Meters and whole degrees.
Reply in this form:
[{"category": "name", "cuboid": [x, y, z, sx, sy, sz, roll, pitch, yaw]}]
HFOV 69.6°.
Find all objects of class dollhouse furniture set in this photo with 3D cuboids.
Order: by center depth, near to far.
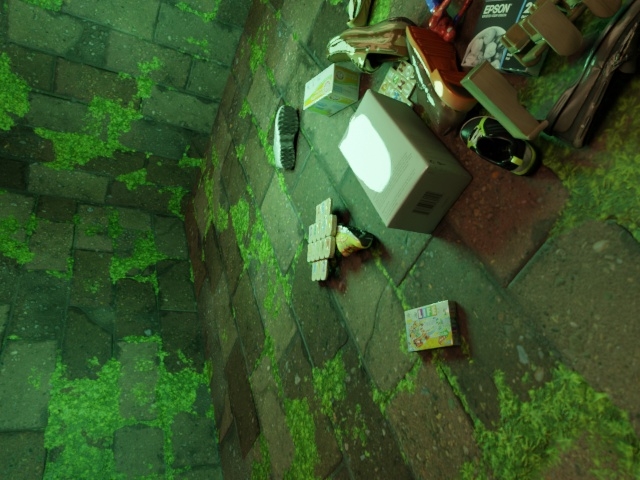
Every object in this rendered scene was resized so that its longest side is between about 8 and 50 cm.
[{"category": "dollhouse furniture set", "cuboid": [0.408, -0.328, 0.838, 0.242, 0.161, 0.212, -45, 5, 16]}]

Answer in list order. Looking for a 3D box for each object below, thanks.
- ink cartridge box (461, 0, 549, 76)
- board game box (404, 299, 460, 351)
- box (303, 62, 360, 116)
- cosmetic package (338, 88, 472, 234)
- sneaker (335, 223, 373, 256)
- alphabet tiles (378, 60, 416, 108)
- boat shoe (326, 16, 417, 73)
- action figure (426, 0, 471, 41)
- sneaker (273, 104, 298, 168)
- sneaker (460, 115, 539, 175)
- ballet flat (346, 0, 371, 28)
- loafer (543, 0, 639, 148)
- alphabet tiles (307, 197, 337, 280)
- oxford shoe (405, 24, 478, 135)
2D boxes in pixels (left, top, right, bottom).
[{"category": "ink cartridge box", "cuboid": [0.426, -0.475, 1.007, 0.206, 0.045, 0.209, 42, 118, 57]}, {"category": "board game box", "cuboid": [0.268, 0.211, 1.117, 0.154, 0.026, 0.104, -31, 55, 54]}, {"category": "box", "cuboid": [0.037, -0.530, 1.640, 0.203, 0.114, 0.103, -6, 77, 59]}, {"category": "cosmetic package", "cuboid": [0.203, -0.213, 1.212, 0.197, 0.155, 0.366, -59, 37, 35]}, {"category": "sneaker", "cuboid": [0.099, 0.009, 1.428, 0.208, 0.081, 0.094, -151, 72, -71]}, {"category": "alphabet tiles", "cuboid": [0.219, -0.416, 1.394, 0.237, 0.009, 0.198, -63, 34, 31]}, {"category": "boat shoe", "cuboid": [0.144, -0.579, 1.404, 0.323, 0.122, 0.120, 6, 92, 46]}, {"category": "action figure", "cuboid": [0.325, -0.625, 1.175, 0.139, 0.091, 0.281, -37, 47, 43]}, {"category": "sneaker", "cuboid": [-0.168, -0.444, 1.989, 0.115, 0.105, 0.282, -2, 81, 60]}, {"category": "sneaker", "cuboid": [0.366, -0.216, 0.986, 0.235, 0.097, 0.084, 54, 128, 52]}, {"category": "ballet flat", "cuboid": [0.143, -0.841, 1.577, 0.080, 0.073, 0.233, 20, 100, 60]}, {"category": "loafer", "cuboid": [0.501, -0.286, 0.796, 0.084, 0.096, 0.268, 50, 135, 30]}, {"category": "alphabet tiles", "cuboid": [0.000, 0.000, 1.592, 0.284, 0.021, 0.278, 159, 117, -73]}, {"category": "oxford shoe", "cuboid": [0.277, -0.422, 1.179, 0.133, 0.129, 0.364, 116, 152, -48]}]
